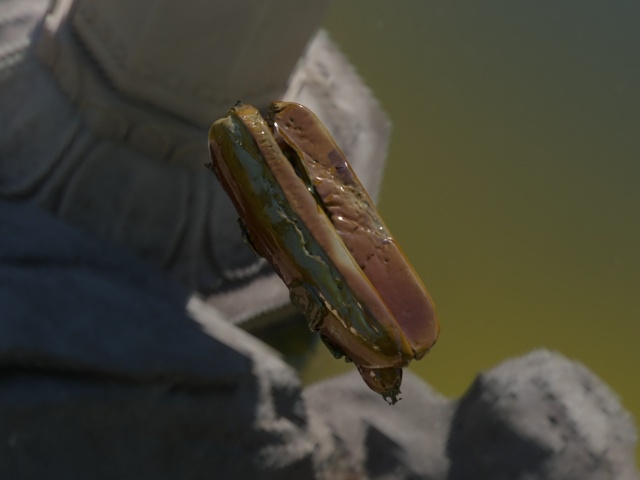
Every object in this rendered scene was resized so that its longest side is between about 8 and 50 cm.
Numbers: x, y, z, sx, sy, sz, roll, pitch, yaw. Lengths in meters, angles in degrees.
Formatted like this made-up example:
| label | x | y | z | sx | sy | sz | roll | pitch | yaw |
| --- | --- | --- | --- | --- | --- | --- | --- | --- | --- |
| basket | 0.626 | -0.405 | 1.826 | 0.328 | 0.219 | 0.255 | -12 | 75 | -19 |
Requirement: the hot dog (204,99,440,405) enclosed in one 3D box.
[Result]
| label | x | y | z | sx | sy | sz | roll | pitch | yaw |
| --- | --- | --- | --- | --- | --- | --- | --- | --- | --- |
| hot dog | 0.000 | 0.000 | 1.423 | 0.109 | 0.072 | 0.269 | -10 | 64 | -45 |
